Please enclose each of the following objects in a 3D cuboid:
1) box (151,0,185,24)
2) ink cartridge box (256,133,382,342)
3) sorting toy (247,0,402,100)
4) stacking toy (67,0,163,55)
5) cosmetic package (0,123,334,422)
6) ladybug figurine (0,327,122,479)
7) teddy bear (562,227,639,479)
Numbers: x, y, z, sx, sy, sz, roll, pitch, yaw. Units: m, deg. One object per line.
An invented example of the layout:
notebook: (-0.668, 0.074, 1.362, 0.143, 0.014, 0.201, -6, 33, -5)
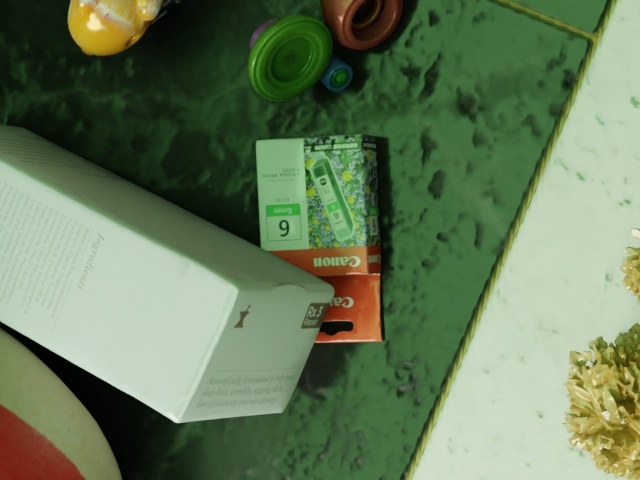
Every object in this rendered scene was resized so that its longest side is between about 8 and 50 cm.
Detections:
box: (-0.095, -0.175, 1.135, 0.067, 0.018, 0.083, -38, 80, 14)
ink cartridge box: (0.000, 0.000, 1.103, 0.063, 0.029, 0.115, -3, 90, 18)
sorting toy: (-0.004, -0.115, 1.088, 0.102, 0.061, 0.042, -29, 47, -18)
stacking toy: (-0.051, -0.225, 1.055, 0.166, 0.175, 0.302, 38, 108, 11)
cosmetic package: (-0.122, 0.013, 1.079, 0.231, 0.117, 0.085, 28, 101, 26)
ladybug figurine: (-0.322, 0.144, 1.080, 0.449, 0.162, 0.305, 10, 121, 2)
teddy bear: (0.280, 0.104, 0.977, 0.338, 0.113, 0.245, 44, 105, 12)
